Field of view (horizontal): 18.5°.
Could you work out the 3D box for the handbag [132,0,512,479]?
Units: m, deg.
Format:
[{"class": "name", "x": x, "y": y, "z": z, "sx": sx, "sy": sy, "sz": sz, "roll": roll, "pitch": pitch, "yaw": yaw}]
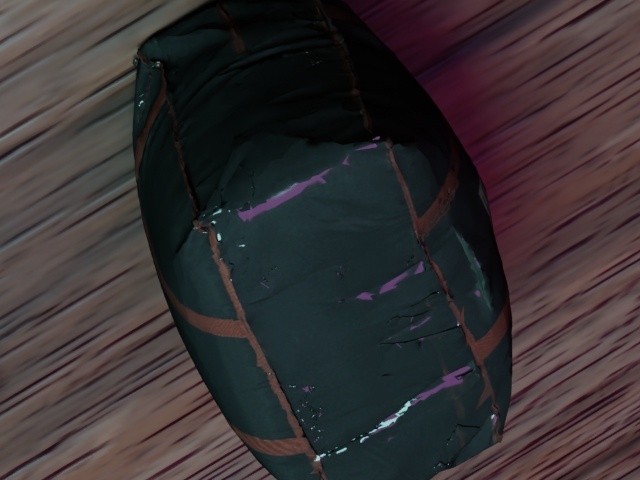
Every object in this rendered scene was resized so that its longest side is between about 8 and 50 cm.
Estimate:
[{"class": "handbag", "x": 0.000, "y": 0.000, "z": 0.921, "sx": 0.155, "sy": 0.169, "sz": 0.215, "roll": -25, "pitch": 129, "yaw": -3}]
